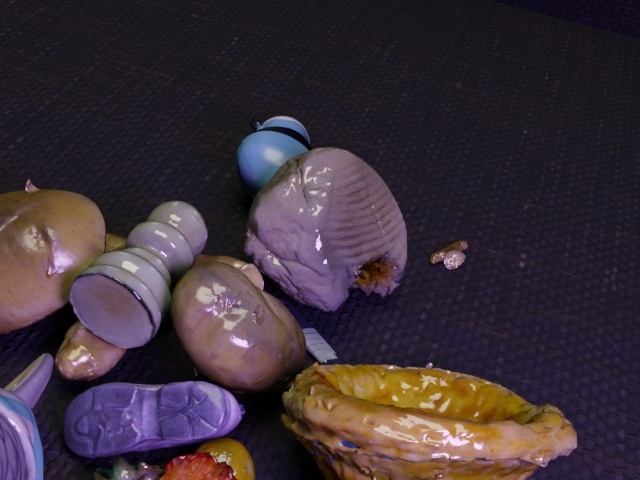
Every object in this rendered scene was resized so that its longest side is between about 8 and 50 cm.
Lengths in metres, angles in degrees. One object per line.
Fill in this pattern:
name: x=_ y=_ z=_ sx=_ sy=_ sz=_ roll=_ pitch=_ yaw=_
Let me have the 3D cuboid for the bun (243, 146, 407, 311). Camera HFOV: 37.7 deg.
bun: x=-0.006 y=-0.014 z=1.549 sx=0.204 sy=0.282 sz=0.281 roll=-15 pitch=21 yaw=35

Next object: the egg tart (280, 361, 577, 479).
egg tart: x=0.128 y=0.257 z=1.202 sx=0.387 sy=0.169 sz=0.388 roll=5 pitch=1 yaw=0

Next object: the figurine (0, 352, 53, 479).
figurine: x=-0.370 y=0.259 z=1.055 sx=0.361 sy=0.266 sz=0.378 roll=26 pitch=45 yaw=-2

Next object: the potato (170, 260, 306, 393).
potato: x=-0.110 y=0.134 z=1.338 sx=0.192 sy=0.141 sz=0.296 roll=51 pitch=9 yaw=24

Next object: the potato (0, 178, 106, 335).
potato: x=-0.467 y=0.008 z=1.375 sx=0.299 sy=0.116 sz=0.239 roll=-16 pitch=53 yaw=13

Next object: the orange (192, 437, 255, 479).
orange: x=-0.125 y=0.303 z=1.211 sx=0.085 sy=0.085 sz=0.095 roll=-15 pitch=58 yaw=-31

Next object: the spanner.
spanner: x=0.015 y=0.184 z=1.465 sx=0.087 sy=0.024 sz=0.316 roll=-14 pitch=41 yaw=-32

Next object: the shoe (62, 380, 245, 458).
shoe: x=-0.220 y=0.240 z=1.262 sx=0.244 sy=0.137 sz=0.095 roll=-10 pitch=73 yaw=14

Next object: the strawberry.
strawberry: x=-0.159 y=0.347 z=1.093 sx=0.286 sy=0.106 sz=0.188 roll=14 pitch=49 yaw=38

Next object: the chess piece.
chess piece: x=-0.242 y=0.031 z=1.361 sx=0.133 sy=0.133 sz=0.243 roll=19 pitch=40 yaw=11

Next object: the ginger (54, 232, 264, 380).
ginger: x=-0.309 y=0.052 z=1.498 sx=0.348 sy=0.122 sz=0.363 roll=-14 pitch=37 yaw=-33

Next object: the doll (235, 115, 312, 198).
doll: x=-0.078 y=-0.146 z=1.791 sx=0.177 sy=0.141 sz=0.314 roll=37 pitch=20 yaw=-14

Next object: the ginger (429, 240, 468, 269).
ginger: x=0.245 y=0.025 z=1.727 sx=0.097 sy=0.030 sz=0.048 roll=-23 pitch=46 yaw=-35
